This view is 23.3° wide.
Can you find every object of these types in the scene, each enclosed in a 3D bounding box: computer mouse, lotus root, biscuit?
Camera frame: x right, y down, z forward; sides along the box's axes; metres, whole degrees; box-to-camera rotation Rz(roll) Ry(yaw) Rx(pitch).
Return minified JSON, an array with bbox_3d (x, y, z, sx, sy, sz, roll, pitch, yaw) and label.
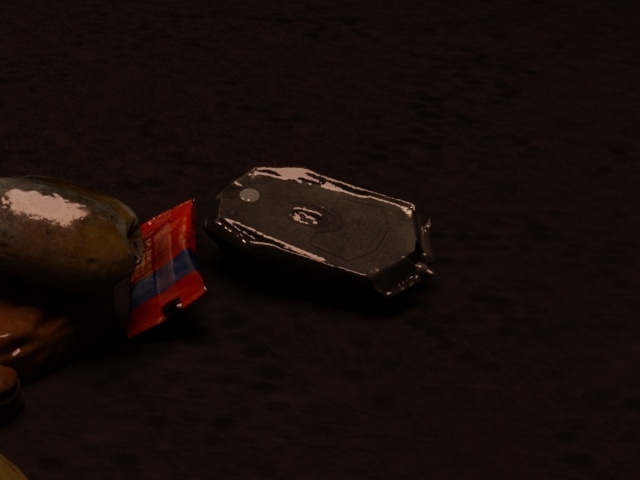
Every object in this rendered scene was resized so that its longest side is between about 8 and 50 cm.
[{"bbox_3d":[-0.001,0.003,1.434,0.231,0.071,0.126,16,42,14],"label":"computer mouse"},{"bbox_3d":[-0.240,-0.011,1.294,0.192,0.088,0.113,15,15,5],"label":"lotus root"},{"bbox_3d":[-0.362,0.056,1.302,0.394,0.070,0.350,-20,32,-38],"label":"biscuit"}]

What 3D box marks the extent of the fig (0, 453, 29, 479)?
[{"bbox_3d":[-0.303,0.176,0.850,0.326,0.258,0.258,5,22,-23],"label":"fig"}]

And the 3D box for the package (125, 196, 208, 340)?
[{"bbox_3d":[-0.143,0.022,1.405,0.083,0.022,0.200,-34,25,9],"label":"package"}]
